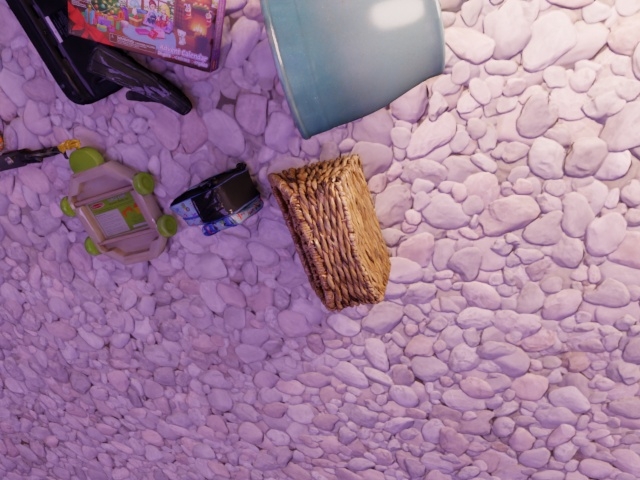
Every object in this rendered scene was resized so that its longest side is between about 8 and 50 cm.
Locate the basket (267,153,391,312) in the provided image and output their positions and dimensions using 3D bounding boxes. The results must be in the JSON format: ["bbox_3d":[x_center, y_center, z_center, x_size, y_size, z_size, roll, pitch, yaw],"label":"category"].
[{"bbox_3d":[0.000,0.000,1.037,0.223,0.213,0.298,-10,116,21],"label":"basket"}]

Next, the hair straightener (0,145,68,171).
[{"bbox_3d":[-0.727,-0.197,1.218,0.231,0.089,0.047,0,117,17],"label":"hair straightener"}]

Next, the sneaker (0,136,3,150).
[{"bbox_3d":[-0.981,-0.242,1.211,0.322,0.180,0.124,6,124,14],"label":"sneaker"}]

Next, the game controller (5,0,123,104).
[{"bbox_3d":[-0.543,-0.454,1.041,0.167,0.067,0.318,-21,112,11],"label":"game controller"}]

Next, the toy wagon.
[{"bbox_3d":[-0.520,-0.098,1.226,0.268,0.068,0.344,-12,114,22],"label":"toy wagon"}]

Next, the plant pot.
[{"bbox_3d":[0.062,-0.330,0.814,0.256,0.271,0.271,-13,115,7],"label":"plant pot"}]

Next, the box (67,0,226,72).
[{"bbox_3d":[-0.330,-0.461,0.940,0.294,0.057,0.200,15,120,0],"label":"box"}]

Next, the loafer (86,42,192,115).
[{"bbox_3d":[-0.377,-0.324,1.032,0.223,0.076,0.078,31,106,-13],"label":"loafer"}]

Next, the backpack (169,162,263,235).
[{"bbox_3d":[-0.238,-0.081,1.097,0.174,0.158,0.116,-18,105,28],"label":"backpack"}]
